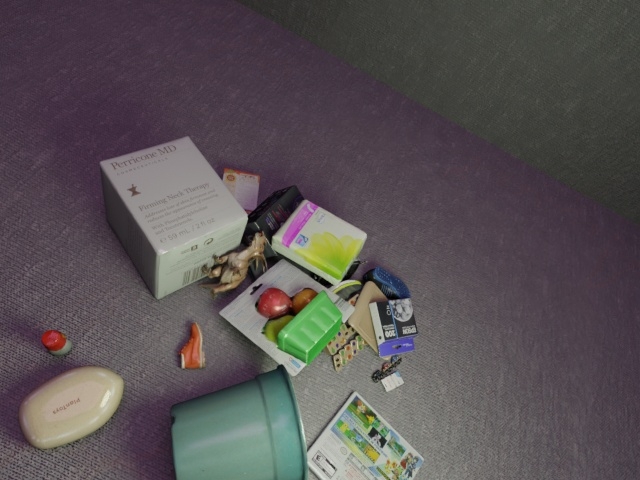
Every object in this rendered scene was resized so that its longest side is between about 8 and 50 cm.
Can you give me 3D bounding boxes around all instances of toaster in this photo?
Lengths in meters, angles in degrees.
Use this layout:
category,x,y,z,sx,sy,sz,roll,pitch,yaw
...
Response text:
category,x,y,z,sx,sy,sz,roll,pitch,yaw
toaster,0.062,0.097,1.742,0.185,0.168,0.110,-7,60,-25

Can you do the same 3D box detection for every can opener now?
category,x,y,z,sx,sy,sz,roll,pitch,yaw
can opener,-0.229,0.179,1.630,0.093,0.074,0.281,-9,63,-28

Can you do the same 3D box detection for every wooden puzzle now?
category,x,y,z,sx,sy,sz,roll,pitch,yaw
wooden puzzle,0.220,0.314,1.710,0.239,0.044,0.221,46,50,-17

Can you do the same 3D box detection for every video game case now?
category,x,y,z,sx,sy,sz,roll,pitch,yaw
video game case,0.147,0.730,1.449,0.329,0.036,0.300,43,54,9

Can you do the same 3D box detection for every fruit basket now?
category,x,y,z,sx,sy,sz,roll,pitch,yaw
fruit basket,-0.113,0.252,1.506,0.352,0.166,0.327,28,53,28

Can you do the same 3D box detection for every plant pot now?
category,x,y,z,sx,sy,sz,roll,pitch,yaw
plant pot,-0.240,0.562,1.239,0.333,0.341,0.342,-8,62,-17

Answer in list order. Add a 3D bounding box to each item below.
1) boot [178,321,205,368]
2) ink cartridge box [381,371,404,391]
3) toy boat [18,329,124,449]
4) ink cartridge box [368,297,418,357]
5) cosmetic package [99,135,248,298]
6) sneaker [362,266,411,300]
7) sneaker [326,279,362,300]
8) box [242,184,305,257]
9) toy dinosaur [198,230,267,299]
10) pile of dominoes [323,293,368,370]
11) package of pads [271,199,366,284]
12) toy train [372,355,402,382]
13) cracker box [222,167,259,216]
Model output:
category,x,y,z,sx,sy,sz,roll,pitch,yaw
boot,-0.432,0.349,1.451,0.084,0.059,0.158,-3,61,-18
ink cartridge box,0.264,0.531,1.628,0.083,0.028,0.048,-16,65,-30
toy boat,-0.725,0.410,1.255,0.267,0.148,0.319,-19,75,-25
ink cartridge box,0.294,0.337,1.699,0.206,0.045,0.209,0,73,-39
cosmetic package,-0.517,-0.080,1.526,0.329,0.327,0.394,-28,71,-33
sneaker,0.279,0.193,1.831,0.232,0.090,0.082,40,48,-21
sneaker,0.046,0.243,1.696,0.299,0.111,0.122,-21,82,-28
box,-0.178,-0.075,1.739,0.270,0.143,0.165,-48,115,-38
toy dinosaur,-0.301,0.109,1.567,0.127,0.295,0.200,54,24,13
pile of dominoes,0.110,0.344,1.633,0.251,0.040,0.196,-31,98,-35
package of pads,0.000,0.000,1.626,0.296,0.101,0.229,30,57,9
toy train,0.253,0.486,1.656,0.158,0.027,0.036,-27,61,-33
cracker box,-0.345,-0.184,1.825,0.155,0.067,0.233,11,55,-15
